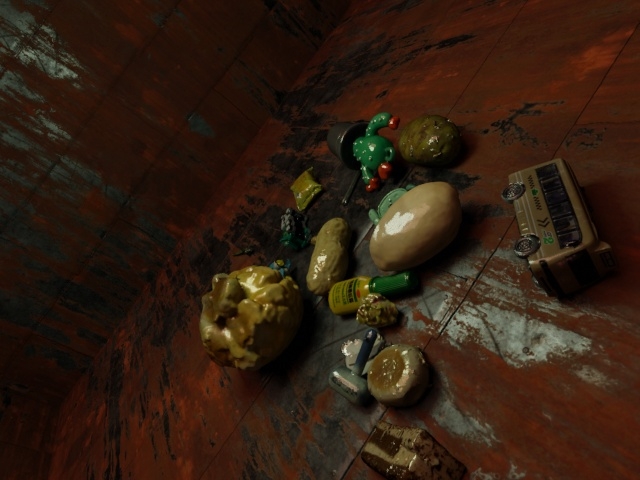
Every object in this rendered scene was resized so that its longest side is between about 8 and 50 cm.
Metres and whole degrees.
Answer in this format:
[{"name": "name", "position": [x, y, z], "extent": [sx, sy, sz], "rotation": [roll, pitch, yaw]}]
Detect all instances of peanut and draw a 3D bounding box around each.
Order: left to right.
[{"name": "peanut", "position": [0.040, 0.050, 1.434], "extent": [0.148, 0.148, 0.318], "rotation": [-22, 39, 42]}]

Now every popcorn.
[{"name": "popcorn", "position": [-0.231, 0.261, 1.413], "extent": [0.390, 0.355, 0.343], "rotation": [114, 147, -78]}, {"name": "popcorn", "position": [0.158, 0.202, 1.144], "extent": [0.089, 0.109, 0.096], "rotation": [-61, -17, -56]}]

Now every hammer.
[{"name": "hammer", "position": [0.099, 0.318, 1.066], "extent": [0.116, 0.070, 0.193], "rotation": [24, 96, 36]}]

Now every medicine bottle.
[{"name": "medicine bottle", "position": [0.151, 0.149, 1.229], "extent": [0.309, 0.076, 0.111], "rotation": [-22, 56, 40]}]

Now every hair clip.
[{"name": "hair clip", "position": [0.121, 0.313, 1.127], "extent": [0.172, 0.049, 0.116], "rotation": [-33, 31, 35]}]

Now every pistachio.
[{"name": "pistachio", "position": [0.266, -0.036, 1.153], "extent": [0.299, 0.187, 0.187], "rotation": [-41, 32, 13]}]

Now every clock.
[{"name": "clock", "position": [0.255, -0.110, 1.372], "extent": [0.188, 0.060, 0.148], "rotation": [-46, 30, 10]}]

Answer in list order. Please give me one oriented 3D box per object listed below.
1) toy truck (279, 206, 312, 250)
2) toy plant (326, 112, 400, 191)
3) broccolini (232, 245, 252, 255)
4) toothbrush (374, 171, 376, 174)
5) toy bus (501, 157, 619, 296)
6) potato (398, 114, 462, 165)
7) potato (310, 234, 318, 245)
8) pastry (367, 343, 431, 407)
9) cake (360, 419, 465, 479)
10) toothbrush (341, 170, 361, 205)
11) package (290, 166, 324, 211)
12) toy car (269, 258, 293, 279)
[{"name": "toy truck", "position": [-0.119, -0.042, 1.782], "extent": [0.116, 0.110, 0.216], "rotation": [-52, 28, 25]}, {"name": "toy plant", "position": [0.169, -0.365, 1.590], "extent": [0.279, 0.185, 0.400], "rotation": [-58, 31, 10]}, {"name": "broccolini", "position": [-0.412, 0.058, 2.147], "extent": [0.218, 0.042, 0.044], "rotation": [-6, 53, 54]}, {"name": "toothbrush", "position": [0.245, -0.301, 1.643], "extent": [0.097, 0.006, 0.008], "rotation": [-51, 18, 2]}, {"name": "toy bus", "position": [0.500, -0.033, 0.878], "extent": [0.157, 0.139, 0.289], "rotation": [-24, 37, 33]}, {"name": "potato", "position": [0.357, -0.338, 1.392], "extent": [0.176, 0.141, 0.298], "rotation": [-44, 30, -3]}, {"name": "potato", "position": [0.000, 0.000, 1.629], "extent": [0.092, 0.046, 0.045], "rotation": [-13, 12, 36]}, {"name": "pastry", "position": [0.187, 0.320, 0.987], "extent": [0.166, 0.088, 0.165], "rotation": [-34, 34, 27]}, {"name": "cake", "position": [0.189, 0.472, 0.870], "extent": [0.112, 0.135, 0.246], "rotation": [-53, -2, -23]}, {"name": "toothbrush", "position": [0.152, -0.271, 1.721], "extent": [0.297, 0.031, 0.030], "rotation": [-65, 6, -17]}, {"name": "package", "position": [-0.070, -0.245, 1.937], "extent": [0.168, 0.090, 0.226], "rotation": [-46, 33, 16]}, {"name": "toy car", "position": [-0.137, 0.155, 1.632], "extent": [0.161, 0.098, 0.126], "rotation": [47, 129, 32]}]
